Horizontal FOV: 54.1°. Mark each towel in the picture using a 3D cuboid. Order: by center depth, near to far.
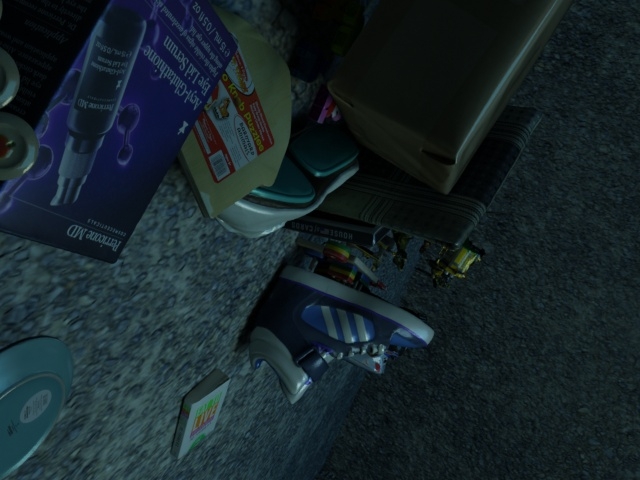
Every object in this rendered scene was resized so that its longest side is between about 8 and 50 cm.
[{"bbox_3d":[0.149,-0.130,1.029,0.312,0.324,0.056,-53,143,-27],"label":"towel"}]

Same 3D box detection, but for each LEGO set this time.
[{"bbox_3d":[0.035,-0.270,0.836,0.093,0.087,0.227,4,113,-56],"label":"LEGO set"},{"bbox_3d":[0.193,0.023,1.460,0.192,0.331,0.255,-59,-177,14],"label":"LEGO set"}]

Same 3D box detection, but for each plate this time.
[{"bbox_3d":[-0.310,0.183,0.620,0.188,0.024,0.188,-53,161,-28],"label":"plate"}]

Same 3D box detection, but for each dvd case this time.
[{"bbox_3d":[0.055,-0.057,1.086,0.239,0.179,0.029,-38,134,-56],"label":"dvd case"}]

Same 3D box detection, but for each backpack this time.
[{"bbox_3d":[0.111,0.213,1.584,0.213,0.276,0.263,-57,171,0],"label":"backpack"}]

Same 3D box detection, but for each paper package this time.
[{"bbox_3d":[0.181,-0.245,0.783,0.325,0.168,0.309,-58,169,3],"label":"paper package"}]

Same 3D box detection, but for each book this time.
[{"bbox_3d":[-0.215,0.307,1.109,0.096,0.035,0.144,-34,149,-52],"label":"book"}]

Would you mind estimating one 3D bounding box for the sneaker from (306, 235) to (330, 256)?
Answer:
[{"bbox_3d":[0.000,0.000,1.263,0.083,0.037,0.032,-63,166,9],"label":"sneaker"}]

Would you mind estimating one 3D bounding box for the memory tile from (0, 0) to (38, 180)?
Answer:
[{"bbox_3d":[-0.211,-0.092,0.305,0.113,0.012,0.148,-18,109,-25],"label":"memory tile"}]

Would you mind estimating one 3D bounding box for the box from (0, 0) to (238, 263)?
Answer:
[{"bbox_3d":[-0.171,-0.104,0.435,0.207,0.108,0.153,-62,165,-3],"label":"box"}]

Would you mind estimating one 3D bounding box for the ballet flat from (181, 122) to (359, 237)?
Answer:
[{"bbox_3d":[-0.063,-0.069,0.827,0.400,0.139,0.139,-31,145,-63],"label":"ballet flat"}]

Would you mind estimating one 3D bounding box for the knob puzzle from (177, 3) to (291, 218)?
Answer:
[{"bbox_3d":[-0.093,-0.140,0.632,0.213,0.030,0.213,7,81,-53],"label":"knob puzzle"}]

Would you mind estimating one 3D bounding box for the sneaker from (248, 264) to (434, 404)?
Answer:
[{"bbox_3d":[0.027,0.208,1.177,0.130,0.323,0.236,130,-17,-80],"label":"sneaker"}]

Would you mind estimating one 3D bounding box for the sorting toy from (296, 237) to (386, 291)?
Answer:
[{"bbox_3d":[0.030,0.057,1.213,0.046,0.132,0.274,-66,151,-11],"label":"sorting toy"}]
